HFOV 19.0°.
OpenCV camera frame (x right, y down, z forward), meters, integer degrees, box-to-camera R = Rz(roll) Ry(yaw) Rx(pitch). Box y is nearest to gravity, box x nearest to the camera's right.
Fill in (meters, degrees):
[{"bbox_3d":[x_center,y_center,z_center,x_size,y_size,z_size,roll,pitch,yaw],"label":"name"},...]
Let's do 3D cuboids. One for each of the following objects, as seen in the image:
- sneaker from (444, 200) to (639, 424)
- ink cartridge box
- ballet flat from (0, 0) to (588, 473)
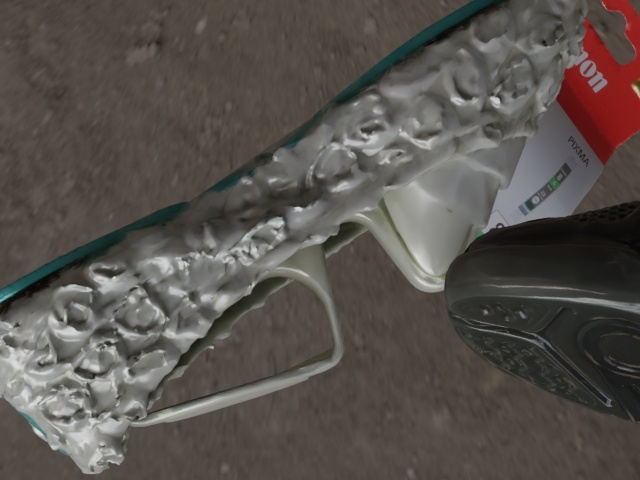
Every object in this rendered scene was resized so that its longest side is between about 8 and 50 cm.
[{"bbox_3d":[0.156,-0.009,0.611,0.227,0.130,0.087,-5,143,25],"label":"sneaker"},{"bbox_3d":[0.158,-0.103,1.460,0.224,0.056,0.181,-37,114,6],"label":"ink cartridge box"},{"bbox_3d":[0.000,0.000,1.092,0.409,0.147,0.147,-32,102,-6],"label":"ballet flat"}]
